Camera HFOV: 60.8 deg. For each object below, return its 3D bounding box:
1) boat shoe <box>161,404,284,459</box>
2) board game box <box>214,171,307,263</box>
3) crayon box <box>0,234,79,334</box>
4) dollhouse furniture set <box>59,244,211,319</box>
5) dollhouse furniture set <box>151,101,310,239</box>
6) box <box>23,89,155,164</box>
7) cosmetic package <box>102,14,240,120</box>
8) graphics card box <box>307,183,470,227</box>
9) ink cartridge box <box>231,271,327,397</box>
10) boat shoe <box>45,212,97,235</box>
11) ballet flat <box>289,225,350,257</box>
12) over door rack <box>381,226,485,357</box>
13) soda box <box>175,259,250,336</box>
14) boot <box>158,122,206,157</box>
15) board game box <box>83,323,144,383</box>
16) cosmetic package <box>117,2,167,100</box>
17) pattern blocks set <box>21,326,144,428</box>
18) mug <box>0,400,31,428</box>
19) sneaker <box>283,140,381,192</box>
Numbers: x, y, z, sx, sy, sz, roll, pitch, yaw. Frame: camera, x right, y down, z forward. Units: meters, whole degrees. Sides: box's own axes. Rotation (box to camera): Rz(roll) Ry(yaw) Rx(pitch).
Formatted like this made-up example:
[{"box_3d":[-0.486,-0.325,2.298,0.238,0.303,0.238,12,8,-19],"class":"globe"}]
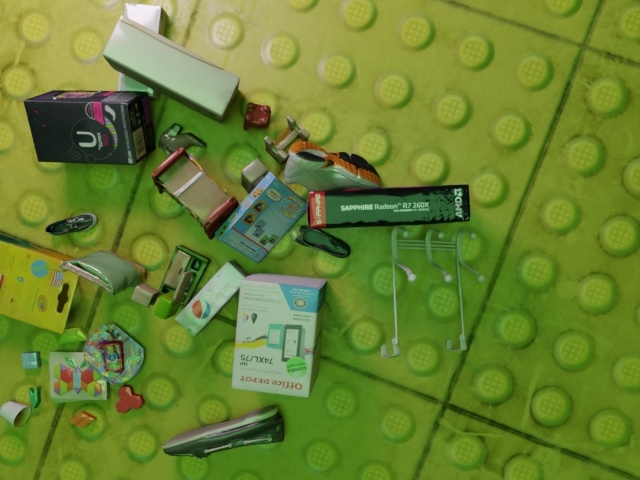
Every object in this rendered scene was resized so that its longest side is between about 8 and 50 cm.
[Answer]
[{"box_3d":[-0.259,0.539,1.464,0.335,0.112,0.095,-18,86,2],"class":"boat shoe"},{"box_3d":[-0.147,-0.055,1.415,0.211,0.160,0.039,-47,48,5],"class":"board game box"},{"box_3d":[-0.816,0.117,1.512,0.319,0.081,0.202,18,94,5],"class":"crayon box"},{"box_3d":[-0.475,0.059,1.421,0.302,0.197,0.151,26,95,3],"class":"dollhouse furniture set"},{"box_3d":[-0.231,-0.204,1.437,0.201,0.152,0.374,45,78,3],"class":"dollhouse furniture set"},{"box_3d":[-0.593,-0.297,1.422,0.271,0.143,0.165,2,116,5],"class":"box"},{"box_3d":[-0.367,-0.421,1.375,0.310,0.160,0.113,25,90,-13],"class":"cosmetic package"},{"box_3d":[0.163,-0.080,1.343,0.371,0.233,0.094,-1,91,6],"class":"graphics card box"},{"box_3d":[-0.099,0.232,1.394,0.198,0.197,0.270,5,93,5],"class":"ink cartridge box"},{"box_3d":[-0.693,-0.041,1.515,0.142,0.040,0.049,-15,91,6],"class":"boat shoe"},{"box_3d":[0.000,0.000,1.451,0.173,0.049,0.057,19,93,4],"class":"ballet flat"},{"box_3d":[0.285,0.133,1.351,0.240,0.108,0.324,3,92,-29],"class":"over door rack"},{"box_3d":[-0.288,0.155,1.473,0.074,0.069,0.216,43,96,2],"class":"soda box"},{"box_3d":[-0.381,-0.259,1.483,0.118,0.042,0.087,35,101,4],"class":"boot"},{"box_3d":[-0.576,0.316,1.501,0.169,0.033,0.133,39,89,3],"class":"board game box"},{"box_3d":[-0.478,-0.506,1.468,0.099,0.060,0.238,7,93,1],"class":"cosmetic package"},{"box_3d":[-0.679,0.386,1.538,0.325,0.026,0.285,-15,91,6],"class":"pattern blocks set"},{"box_3d":[-0.872,0.494,1.543,0.064,0.062,0.078,21,87,12],"class":"mug"},{"box_3d":[0.028,-0.167,1.420,0.263,0.099,0.121,16,131,-16],"class":"sneaker"}]
